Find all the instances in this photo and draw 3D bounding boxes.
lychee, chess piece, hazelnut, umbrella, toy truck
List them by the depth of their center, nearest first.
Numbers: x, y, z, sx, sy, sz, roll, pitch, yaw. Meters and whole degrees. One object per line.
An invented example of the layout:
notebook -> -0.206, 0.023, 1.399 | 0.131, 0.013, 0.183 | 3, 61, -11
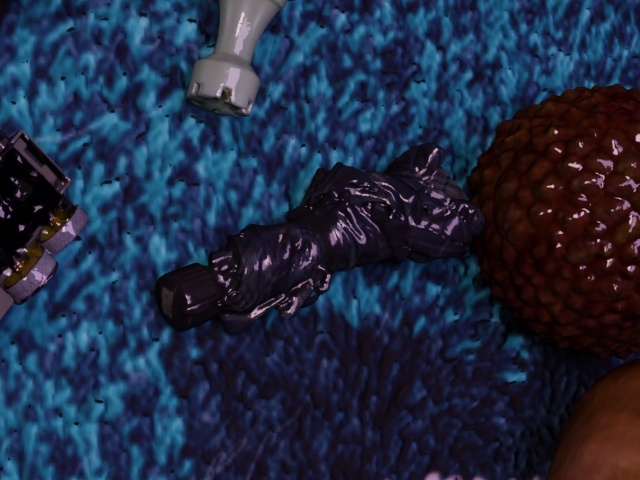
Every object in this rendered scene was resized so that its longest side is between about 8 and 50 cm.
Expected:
toy truck -> -0.202, 0.018, 0.902 | 0.083, 0.092, 0.192 | 47, 51, -19
chess piece -> -0.049, -0.130, 1.051 | 0.067, 0.067, 0.103 | 22, 79, -29
umbrella -> 0.000, -0.003, 1.057 | 0.224, 0.071, 0.080 | -21, 66, -30
hazelnut -> 0.238, 0.160, 1.115 | 0.182, 0.182, 0.182 | 7, 77, -33
lychee -> 0.195, -0.018, 1.122 | 0.188, 0.188, 0.188 | 7, 77, -33

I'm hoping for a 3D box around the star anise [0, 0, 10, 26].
star anise -> -0.181, -0.222, 0.918 | 0.283, 0.129, 0.212 | -31, 89, 8
